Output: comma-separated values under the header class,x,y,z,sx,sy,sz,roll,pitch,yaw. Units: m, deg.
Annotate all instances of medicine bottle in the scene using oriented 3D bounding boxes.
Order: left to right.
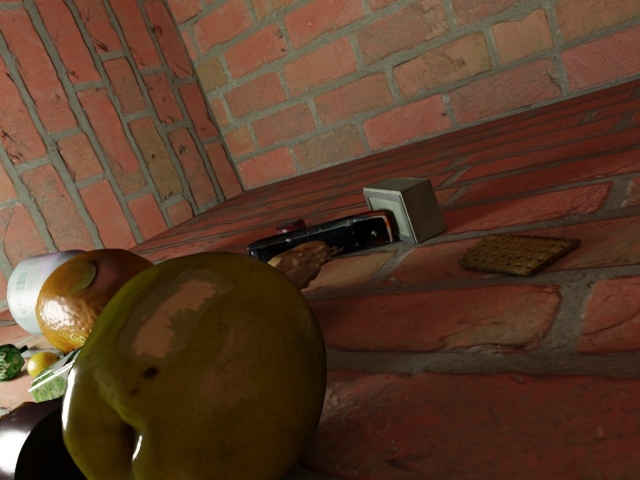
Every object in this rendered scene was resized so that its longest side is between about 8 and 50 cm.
class,x,y,z,sx,sy,sz,roll,pitch,yaw
medicine bottle,-0.705,0.146,1.549,0.290,0.244,0.245,-7,17,18

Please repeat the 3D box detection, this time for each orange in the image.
class,x,y,z,sx,sy,sz,roll,pitch,yaw
orange,-0.530,0.130,1.280,0.335,0.196,0.262,6,38,30

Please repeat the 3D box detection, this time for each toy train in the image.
class,x,y,z,sx,sy,sz,roll,pitch,yaw
toy train,0.000,0.000,1.376,0.410,0.086,0.089,-14,13,26

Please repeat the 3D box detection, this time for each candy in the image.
class,x,y,z,sx,sy,sz,roll,pitch,yaw
candy,-0.838,0.317,1.454,0.097,0.097,0.323,-25,5,-17
candy,-0.099,-0.040,1.782,0.103,0.043,0.103,-20,13,5

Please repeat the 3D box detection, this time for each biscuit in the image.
class,x,y,z,sx,sy,sz,roll,pitch,yaw
biscuit,0.331,0.022,0.934,0.144,0.016,0.203,-27,15,-25

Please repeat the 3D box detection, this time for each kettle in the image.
class,x,y,z,sx,sy,sz,roll,pitch,yaw
kettle,-0.361,0.299,0.687,0.232,0.144,0.201,-17,43,44

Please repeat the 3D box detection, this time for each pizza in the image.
class,x,y,z,sx,sy,sz,roll,pitch,yaw
pizza,-0.193,0.148,0.947,0.435,0.080,0.392,-31,7,30

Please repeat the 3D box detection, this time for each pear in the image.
class,x,y,z,sx,sy,sz,roll,pitch,yaw
pear,-0.122,0.148,0.587,0.295,0.294,0.294,-20,13,5

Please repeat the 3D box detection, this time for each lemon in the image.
class,x,y,z,sx,sy,sz,roll,pitch,yaw
lemon,-0.651,0.293,1.253,0.083,0.062,0.062,-21,13,3

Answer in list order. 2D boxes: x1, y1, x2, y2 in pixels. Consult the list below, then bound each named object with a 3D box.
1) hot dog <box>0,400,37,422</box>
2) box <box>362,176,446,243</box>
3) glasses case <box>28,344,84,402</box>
class,x,y,z,sx,sy,sz,roll,pitch,yaw
hot dog,-0.538,0.353,0.796,0.068,0.083,0.289,-19,14,37
box,0.196,-0.079,1.294,0.086,0.129,0.225,-25,13,-12
glasses case,-0.461,0.238,1.057,0.272,0.062,0.095,-30,8,22
